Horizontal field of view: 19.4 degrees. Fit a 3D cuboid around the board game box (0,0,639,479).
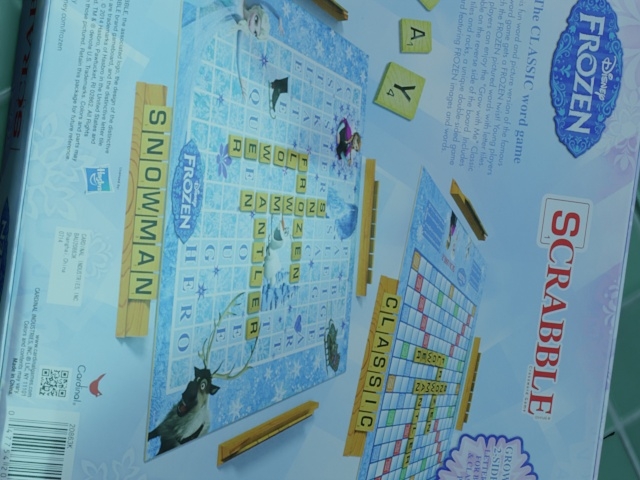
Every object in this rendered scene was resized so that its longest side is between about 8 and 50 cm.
[{"bbox_3d":[0.000,0.000,0.927,0.318,0.066,0.318,8,92,-20],"label":"board game box"}]
